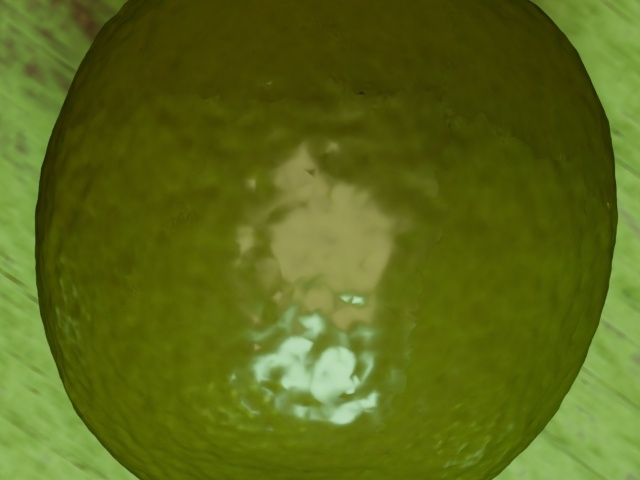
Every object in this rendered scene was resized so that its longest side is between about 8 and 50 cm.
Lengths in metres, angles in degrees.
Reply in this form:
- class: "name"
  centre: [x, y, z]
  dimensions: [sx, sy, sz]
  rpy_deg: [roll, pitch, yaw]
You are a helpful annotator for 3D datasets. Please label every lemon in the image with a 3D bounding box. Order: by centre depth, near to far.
- class: "lemon"
  centre: [0.000, 0.000, 0.522]
  dimensions: [0.186, 0.187, 0.244]
  rpy_deg: [8, 110, -3]
